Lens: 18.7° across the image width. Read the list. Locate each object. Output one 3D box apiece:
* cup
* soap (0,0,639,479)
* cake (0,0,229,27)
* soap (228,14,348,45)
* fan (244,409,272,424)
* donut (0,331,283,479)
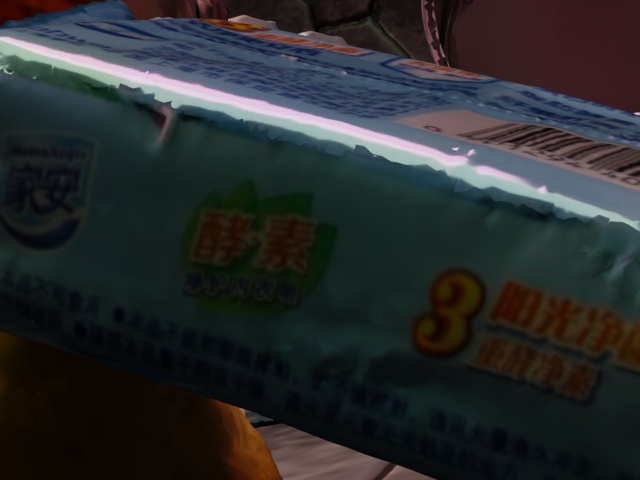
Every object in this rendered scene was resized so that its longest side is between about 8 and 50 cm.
[{"bbox_3d":[0.182,-0.145,1.277,0.253,0.253,0.274,-16,-1,-2],"label":"cup"},{"bbox_3d":[0.031,0.001,0.502,0.293,0.077,0.156,16,15,24],"label":"soap"},{"bbox_3d":[-0.191,-0.035,0.931,0.309,0.237,0.230,-5,-1,7],"label":"cake"},{"bbox_3d":[-0.134,-0.043,1.362,0.347,0.115,0.208,-15,-20,4],"label":"soap"},{"bbox_3d":[-0.026,0.066,0.846,0.175,0.005,0.113,-11,8,28],"label":"fan"},{"bbox_3d":[-0.161,0.072,0.627,0.303,0.110,0.303,-16,5,1],"label":"donut"}]
